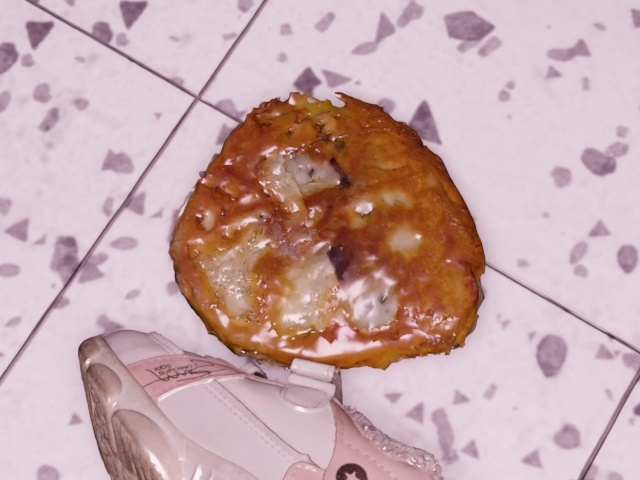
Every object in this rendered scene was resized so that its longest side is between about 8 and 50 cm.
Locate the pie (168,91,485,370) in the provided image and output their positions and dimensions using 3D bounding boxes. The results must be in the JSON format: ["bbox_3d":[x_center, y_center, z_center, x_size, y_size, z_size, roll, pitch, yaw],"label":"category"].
[{"bbox_3d":[0.000,-0.001,1.187,0.308,0.085,0.308,-1,69,3],"label":"pie"}]

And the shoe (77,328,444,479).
[{"bbox_3d":[-0.055,0.187,1.093,0.198,0.172,0.351,-31,58,-27],"label":"shoe"}]
